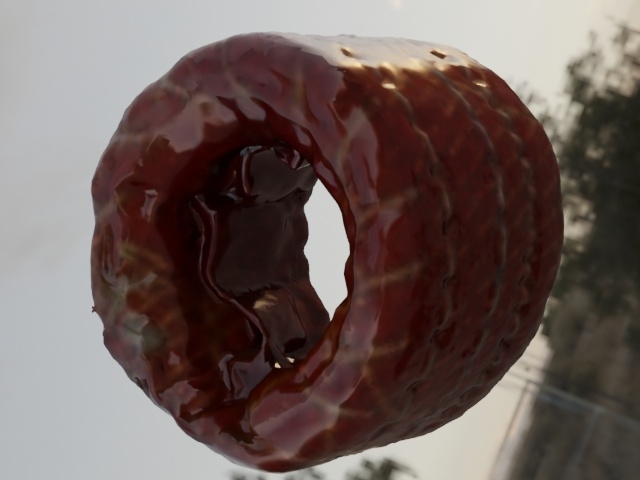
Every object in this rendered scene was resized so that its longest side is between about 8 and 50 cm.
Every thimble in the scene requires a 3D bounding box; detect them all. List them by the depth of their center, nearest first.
[{"bbox_3d":[0.000,0.000,1.262,0.230,0.350,0.350,-7,-61,-50],"label":"thimble"}]
